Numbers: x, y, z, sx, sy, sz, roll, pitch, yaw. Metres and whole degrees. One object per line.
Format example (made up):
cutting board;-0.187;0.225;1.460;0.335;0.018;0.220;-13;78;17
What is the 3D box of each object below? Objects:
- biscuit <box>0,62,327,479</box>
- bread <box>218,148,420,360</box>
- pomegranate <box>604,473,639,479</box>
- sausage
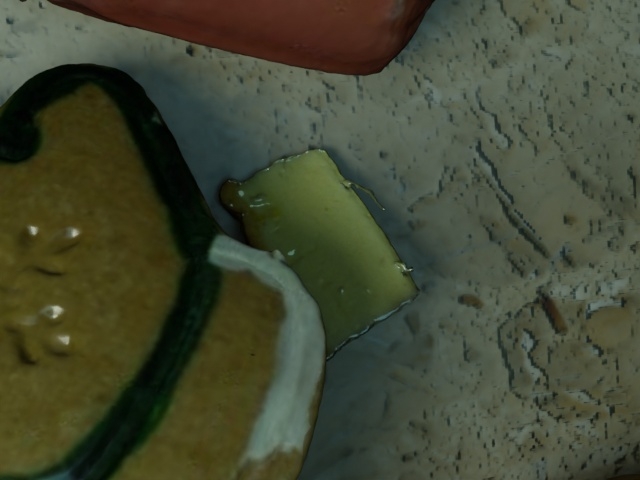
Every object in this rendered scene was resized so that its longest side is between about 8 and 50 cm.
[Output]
biscuit;-0.155;0.023;0.583;0.344;0.057;0.287;23;59;9
bread;0.000;0.000;0.695;0.084;0.080;0.109;-30;102;-8
pomegranate;0.208;0.292;0.625;0.342;0.342;0.342;-1;96;-10
sausage;-0.048;-0.169;0.640;0.254;0.148;0.148;14;93;-10
